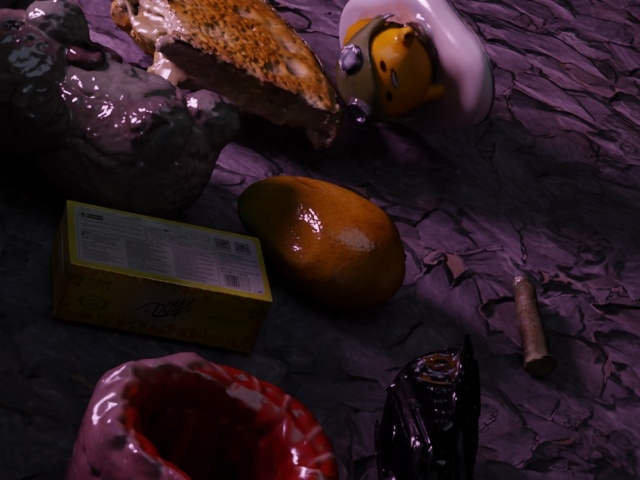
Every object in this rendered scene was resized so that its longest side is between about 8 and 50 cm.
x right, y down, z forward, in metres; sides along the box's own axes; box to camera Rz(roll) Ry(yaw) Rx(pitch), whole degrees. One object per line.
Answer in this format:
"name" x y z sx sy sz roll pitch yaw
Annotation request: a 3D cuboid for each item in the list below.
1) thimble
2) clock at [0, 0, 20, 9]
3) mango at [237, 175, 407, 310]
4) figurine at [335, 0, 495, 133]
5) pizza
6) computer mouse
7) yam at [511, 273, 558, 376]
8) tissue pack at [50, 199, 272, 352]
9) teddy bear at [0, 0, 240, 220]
"thimble" -0.087 0.175 1.241 0.189 0.125 0.163 30 34 11
"clock" -0.407 -0.297 1.790 0.214 0.042 0.215 17 34 -12
"mango" 0.006 -0.002 1.592 0.115 0.089 0.165 -25 52 -38
"figurine" 0.052 -0.178 1.826 0.141 0.167 0.250 -19 22 -30
"pizza" -0.112 -0.200 1.795 0.223 0.089 0.323 5 35 -39
"computer mouse" 0.081 0.162 1.373 0.077 0.147 0.242 -2 21 12
"yam" 0.202 0.078 1.649 0.033 0.027 0.129 -16 36 11
"tissue pack" -0.137 0.031 1.474 0.176 0.062 0.095 10 33 -18
"teddy bear" -0.212 -0.119 1.562 0.267 0.151 0.236 39 20 17
